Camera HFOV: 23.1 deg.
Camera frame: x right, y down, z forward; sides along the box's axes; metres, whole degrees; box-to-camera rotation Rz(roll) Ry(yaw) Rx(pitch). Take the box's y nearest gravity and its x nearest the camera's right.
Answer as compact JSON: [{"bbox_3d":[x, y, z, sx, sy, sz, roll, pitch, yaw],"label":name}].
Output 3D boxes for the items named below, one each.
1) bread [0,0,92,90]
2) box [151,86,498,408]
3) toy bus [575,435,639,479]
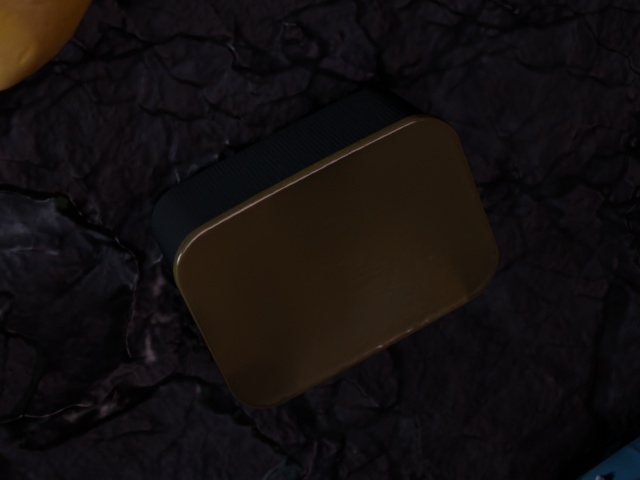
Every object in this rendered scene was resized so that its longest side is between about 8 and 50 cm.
[{"bbox_3d":[-0.200,-0.167,0.870,0.173,0.085,0.134,37,96,-30],"label":"bread"},{"bbox_3d":[0.000,0.000,1.023,0.201,0.090,0.144,-29,120,-8],"label":"box"},{"bbox_3d":[0.359,0.202,1.209,0.343,0.183,0.199,-33,115,-7],"label":"toy bus"}]
